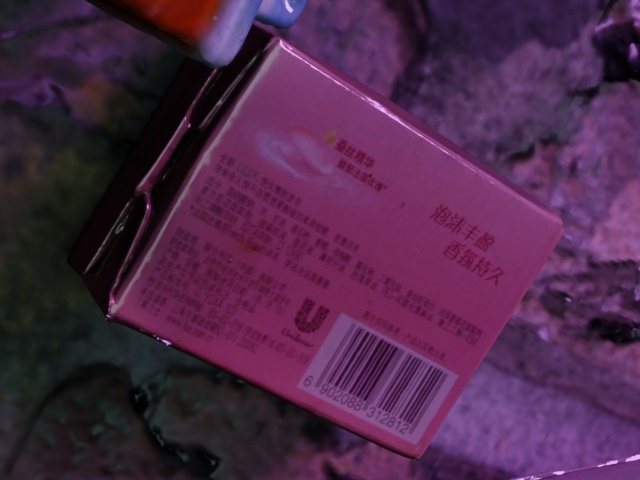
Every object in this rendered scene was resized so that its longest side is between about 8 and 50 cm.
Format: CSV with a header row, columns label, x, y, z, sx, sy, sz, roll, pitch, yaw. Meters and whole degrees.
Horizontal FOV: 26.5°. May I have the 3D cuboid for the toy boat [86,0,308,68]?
label,x,y,z,sx,sy,sz,roll,pitch,yaw
toy boat,0.006,-0.216,0.376,0.133,0.145,0.332,9,107,-49

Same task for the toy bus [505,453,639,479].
label,x,y,z,sx,sy,sz,roll,pitch,yaw
toy bus,0.129,0.177,0.553,0.386,0.171,0.162,-6,100,-21

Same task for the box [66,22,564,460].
label,x,y,z,sx,sy,sz,roll,pitch,yaw
box,0.000,0.000,0.487,0.156,0.060,0.111,31,94,-31
